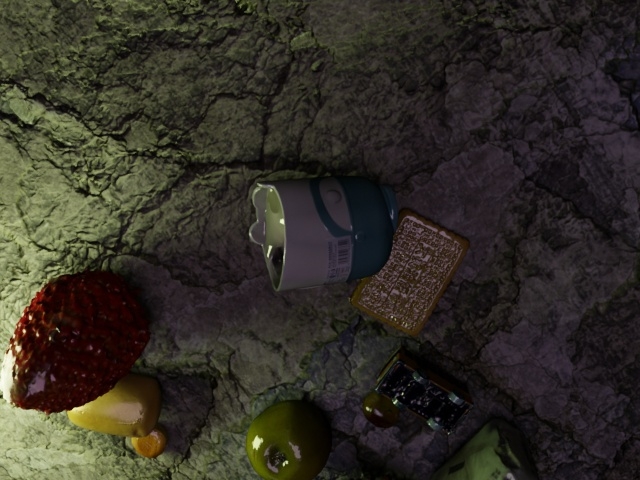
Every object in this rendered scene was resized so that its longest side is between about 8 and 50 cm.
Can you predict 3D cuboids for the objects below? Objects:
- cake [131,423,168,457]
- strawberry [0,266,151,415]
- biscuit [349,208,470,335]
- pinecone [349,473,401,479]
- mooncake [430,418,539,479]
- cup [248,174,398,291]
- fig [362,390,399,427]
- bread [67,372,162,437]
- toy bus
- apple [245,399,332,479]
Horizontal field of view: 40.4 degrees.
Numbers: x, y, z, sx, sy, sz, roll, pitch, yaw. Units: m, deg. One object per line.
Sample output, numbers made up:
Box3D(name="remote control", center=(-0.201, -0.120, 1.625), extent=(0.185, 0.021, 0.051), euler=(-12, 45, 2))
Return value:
Box3D(name="cake", center=(-0.398, 0.465, 2.029), extent=(0.084, 0.044, 0.084), euler=(1, 107, 3))
Box3D(name="strawberry", center=(-0.511, 0.208, 1.807), extent=(0.292, 0.343, 0.292), euler=(1, 104, 4))
Box3D(name="biscuit", center=(0.188, 0.073, 1.856), extent=(0.172, 0.029, 0.254), euler=(27, 108, -3))
Box3D(name="pinecone", center=(0.143, 0.651, 1.912), extent=(0.242, 0.298, 0.296), euler=(-39, 67, -6))
Box3D(name="mooncake", center=(0.359, 0.534, 1.863), extent=(0.136, 0.250, 0.254), euler=(38, 105, -13))
Box3D(name="cup", center=(0.000, 0.000, 1.752), extent=(0.257, 0.219, 0.290), euler=(-6, 144, -16))
Box3D(name="fig", center=(0.138, 0.365, 1.934), extent=(0.084, 0.082, 0.098), euler=(17, 73, 19))
Box3D(name="bread", center=(-0.469, 0.366, 1.966), extent=(0.217, 0.098, 0.147), euler=(7, 82, 1))
Box3D(name="toy bus", center=(0.222, 0.319, 1.882), extent=(0.201, 0.114, 0.098), euler=(32, 108, -10))
Box3D(name="apple", center=(-0.070, 0.454, 1.934), extent=(0.196, 0.157, 0.196), euler=(2, 101, 12))
